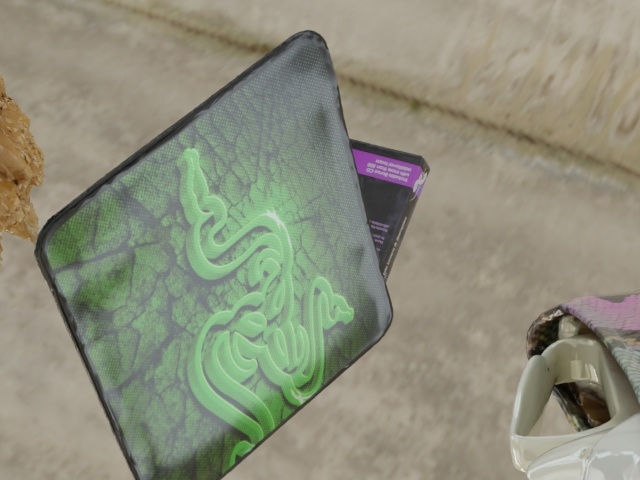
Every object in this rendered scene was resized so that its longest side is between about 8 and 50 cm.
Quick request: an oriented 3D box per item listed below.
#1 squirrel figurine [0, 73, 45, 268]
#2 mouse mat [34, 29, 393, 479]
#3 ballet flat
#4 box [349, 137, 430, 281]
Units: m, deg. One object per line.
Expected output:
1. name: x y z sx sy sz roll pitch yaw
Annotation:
1. squirrel figurine: -0.364 -0.132 1.276 0.370 0.281 0.397 -43 -53 -6
2. mouse mat: -0.036 0.020 0.766 0.007 0.153 0.189 32 -29 36
3. ballet flat: 0.099 0.067 0.566 0.079 0.221 0.076 -5 -74 1
4. box: 0.000 0.000 1.351 0.116 0.029 0.162 15 -106 22
